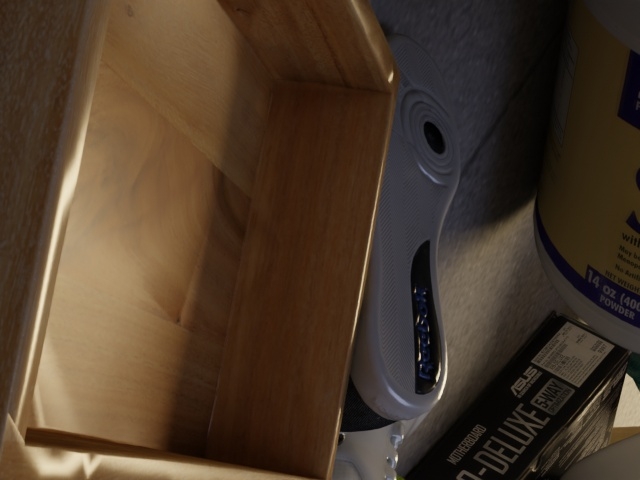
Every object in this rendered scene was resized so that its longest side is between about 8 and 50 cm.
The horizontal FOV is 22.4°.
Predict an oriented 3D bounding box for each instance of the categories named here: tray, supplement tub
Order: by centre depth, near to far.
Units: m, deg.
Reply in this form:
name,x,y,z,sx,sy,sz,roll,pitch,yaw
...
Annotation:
name,x,y,z,sx,sy,sz,roll,pitch,yaw
tray,-0.047,-0.018,0.534,0.411,0.076,0.202,44,56,-76
supplement tub,0.271,-0.105,1.032,0.241,0.241,0.331,-43,149,-37

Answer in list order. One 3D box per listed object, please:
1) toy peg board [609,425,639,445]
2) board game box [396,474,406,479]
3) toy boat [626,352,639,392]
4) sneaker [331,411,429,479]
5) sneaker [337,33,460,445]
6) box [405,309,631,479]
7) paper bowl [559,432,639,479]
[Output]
name,x,y,z,sx,sy,sz,roll,pitch,yaw
toy peg board,0.279,0.265,1.529,0.160,0.079,0.161,-57,-173,-13
board game box,-0.005,0.219,0.991,0.181,0.092,0.043,-60,155,-7
toy boat,0.309,0.044,1.298,0.318,0.148,0.267,-110,-158,-73
sneaker,-0.009,0.133,0.852,0.297,0.129,0.111,-27,135,-54
sneaker,0.000,0.000,0.813,0.079,0.121,0.217,34,47,-36
box,0.131,0.239,1.300,0.307,0.076,0.242,-42,149,-38
paper bowl,0.291,0.221,1.229,0.284,0.148,0.284,-15,161,-5
